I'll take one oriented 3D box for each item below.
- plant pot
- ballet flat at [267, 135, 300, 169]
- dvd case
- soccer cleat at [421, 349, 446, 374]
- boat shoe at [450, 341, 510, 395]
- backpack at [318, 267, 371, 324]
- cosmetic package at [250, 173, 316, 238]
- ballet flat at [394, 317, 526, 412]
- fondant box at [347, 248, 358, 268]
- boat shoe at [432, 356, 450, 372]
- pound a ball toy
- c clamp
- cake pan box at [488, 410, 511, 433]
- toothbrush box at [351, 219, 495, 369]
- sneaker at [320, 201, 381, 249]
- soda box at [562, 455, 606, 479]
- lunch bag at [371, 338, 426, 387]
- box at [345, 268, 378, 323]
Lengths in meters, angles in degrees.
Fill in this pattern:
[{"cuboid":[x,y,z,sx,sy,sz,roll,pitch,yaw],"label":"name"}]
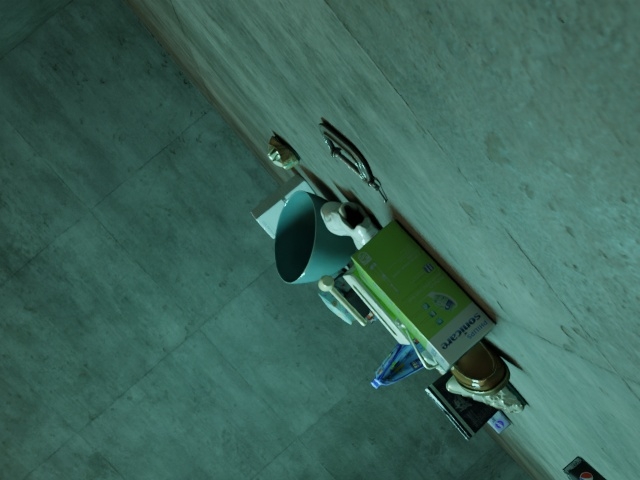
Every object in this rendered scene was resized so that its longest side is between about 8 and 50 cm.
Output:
[{"cuboid":[0.000,0.000,1.760,0.195,0.290,0.290,8,-160,-29],"label":"plant pot"},{"cuboid":[-0.130,-0.275,1.735,0.073,0.067,0.206,51,177,-32],"label":"ballet flat"},{"cuboid":[0.408,0.422,1.518,0.164,0.221,0.018,49,135,21],"label":"dvd case"},{"cuboid":[0.385,0.389,1.746,0.196,0.076,0.068,15,-159,-35],"label":"soccer cleat"},{"cuboid":[0.318,0.251,1.276,0.104,0.110,0.307,49,178,-16],"label":"boat shoe"},{"cuboid":[0.078,0.173,1.835,0.166,0.144,0.188,47,-178,-44],"label":"backpack"},{"cuboid":[-0.131,-0.127,2.059,0.117,0.231,0.085,50,177,-35],"label":"cosmetic package"},{"cuboid":[0.355,0.323,1.488,0.409,0.147,0.147,48,177,20],"label":"ballet flat"},{"cuboid":[0.175,0.114,1.914,0.330,0.096,0.238,49,177,32],"label":"fondant box"},{"cuboid":[0.425,0.389,1.659,0.254,0.095,0.079,49,179,-30],"label":"boat shoe"},{"cuboid":[0.158,0.176,1.649,0.319,0.208,0.136,49,166,-3],"label":"pound a ball toy"},{"cuboid":[0.052,-0.145,1.015,0.161,0.022,0.137,47,177,29],"label":"c clamp"},{"cuboid":[0.592,0.595,2.145,0.246,0.070,0.267,52,178,-4],"label":"cake pan box"},{"cuboid":[0.207,0.120,1.146,0.283,0.122,0.206,49,177,20],"label":"toothbrush box"},{"cuboid":[0.071,-0.063,1.389,0.232,0.090,0.115,33,159,48],"label":"sneaker"},{"cuboid":[0.627,0.566,1.235,0.060,0.053,0.169,50,178,-26],"label":"soda box"},{"cuboid":[0.296,0.410,1.913,0.138,0.293,0.221,49,177,7],"label":"lunch bag"},{"cuboid":[0.179,0.184,2.132,0.233,0.159,0.044,47,177,31],"label":"box"}]
